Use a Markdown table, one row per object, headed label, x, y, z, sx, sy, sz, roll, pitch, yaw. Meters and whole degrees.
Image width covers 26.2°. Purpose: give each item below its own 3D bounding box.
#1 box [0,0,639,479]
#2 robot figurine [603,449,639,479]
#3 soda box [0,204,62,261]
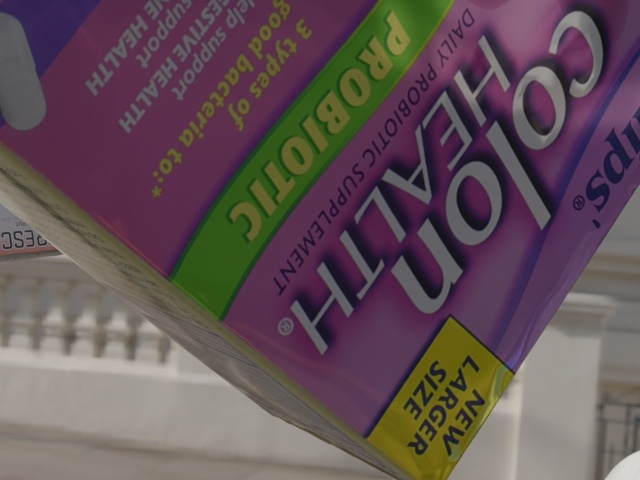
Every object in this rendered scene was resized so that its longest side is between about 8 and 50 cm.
| label | x | y | z | sx | sy | sz | roll | pitch | yaw |
| --- | --- | --- | --- | --- | --- | --- | --- | --- | --- |
| box | -0.007 | -0.071 | 0.484 | 0.243 | 0.213 | 0.117 | 43 | -14 | -30 |
| robot figurine | 0.211 | 0.232 | 0.787 | 0.173 | 0.278 | 0.209 | 44 | -37 | -8 |
| soda box | -0.263 | -0.015 | 1.100 | 0.058 | 0.063 | 0.183 | -12 | -4 | 44 |
